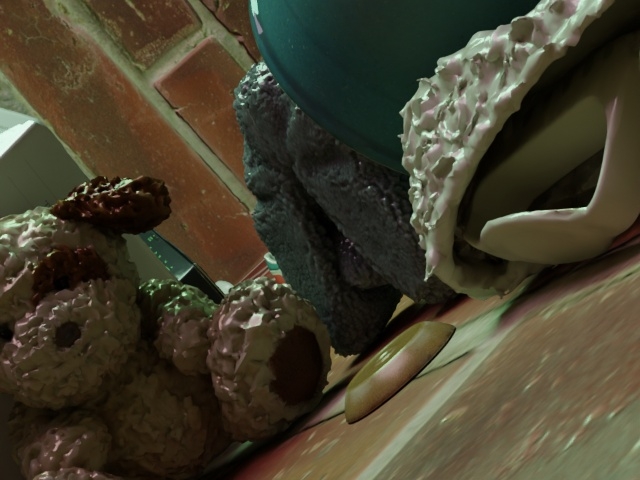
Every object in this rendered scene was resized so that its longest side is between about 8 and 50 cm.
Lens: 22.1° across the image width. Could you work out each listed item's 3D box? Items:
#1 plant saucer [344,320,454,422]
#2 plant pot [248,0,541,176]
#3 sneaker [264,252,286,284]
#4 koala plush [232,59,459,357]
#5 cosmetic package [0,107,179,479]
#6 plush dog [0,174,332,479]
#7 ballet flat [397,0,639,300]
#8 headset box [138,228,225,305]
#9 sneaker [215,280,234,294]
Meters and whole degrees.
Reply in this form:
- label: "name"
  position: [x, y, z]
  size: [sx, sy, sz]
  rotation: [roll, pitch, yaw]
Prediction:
- label: "plant saucer"
  position: [0.041, 0.072, 0.945]
  size: [0.083, 0.015, 0.083]
  rotation: [-42, 3, 3]
- label: "plant pot"
  position: [0.110, -0.213, 0.954]
  size: [0.271, 0.271, 0.255]
  rotation: [-44, -18, -36]
- label: "sneaker"
  position: [0.000, 0.000, 1.910]
  size: [0.161, 0.075, 0.057]
  rotation: [-41, 3, 27]
- label: "koala plush"
  position: [0.073, -0.069, 1.130]
  size: [0.221, 0.203, 0.196]
  rotation: [-30, -3, -31]
- label: "cosmetic package"
  position: [-0.311, 0.102, 1.209]
  size: [0.156, 0.217, 0.385]
  rotation: [16, 61, 50]
- label: "plush dog"
  position: [-0.155, 0.075, 1.130]
  size: [0.262, 0.225, 0.210]
  rotation: [-42, 14, -5]
- label: "ballet flat"
  position: [0.161, -0.073, 0.743]
  size: [0.147, 0.147, 0.409]
  rotation: [-44, 1, -33]
- label: "headset box"
  position: [-0.188, 0.118, 1.431]
  size: [0.246, 0.131, 0.283]
  rotation: [-43, 22, -7]
- label: "sneaker"
  position: [-0.112, 0.105, 1.937]
  size: [0.094, 0.080, 0.212]
  rotation: [-54, 6, -7]
